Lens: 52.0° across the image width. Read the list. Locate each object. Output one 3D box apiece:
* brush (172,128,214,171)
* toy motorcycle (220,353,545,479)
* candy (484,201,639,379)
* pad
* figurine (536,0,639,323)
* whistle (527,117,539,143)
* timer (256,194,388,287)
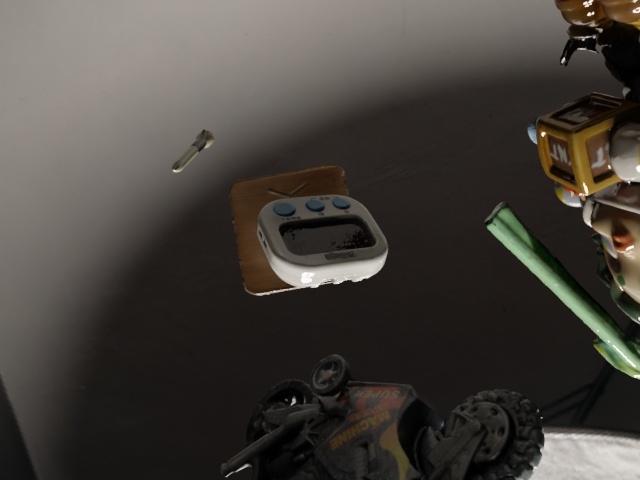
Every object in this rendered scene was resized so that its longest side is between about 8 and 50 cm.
[{"bbox_3d":[-0.281,-0.198,1.439,0.039,0.299,0.042,43,107,-11],"label":"brush"},{"bbox_3d":[0.032,0.196,0.544,0.307,0.173,0.108,-11,136,42],"label":"toy motorcycle"},{"bbox_3d":[0.201,0.070,0.420,0.262,0.077,0.073,44,71,-9],"label":"candy"},{"bbox_3d":[-0.061,-0.027,1.564,0.286,0.018,0.284,-10,80,-2],"label":"pad"},{"bbox_3d":[0.319,-0.059,0.605,0.186,0.261,0.382,-29,114,5],"label":"figurine"},{"bbox_3d":[0.596,-0.196,1.410,0.304,0.062,0.062,22,110,23],"label":"whistle"},{"bbox_3d":[0.000,-0.001,1.410,0.262,0.237,0.087,-7,135,-21],"label":"timer"}]
